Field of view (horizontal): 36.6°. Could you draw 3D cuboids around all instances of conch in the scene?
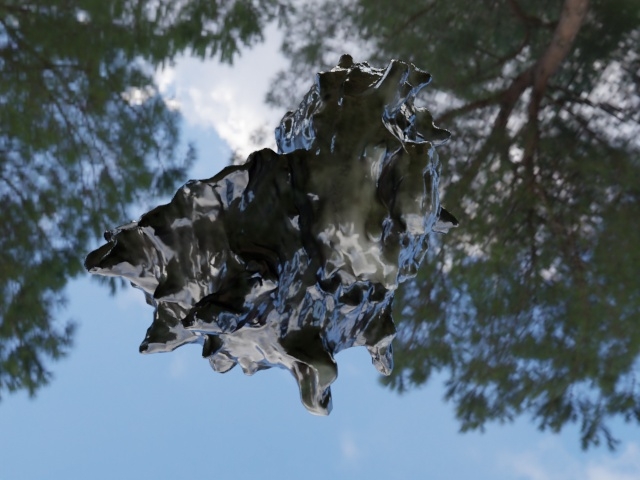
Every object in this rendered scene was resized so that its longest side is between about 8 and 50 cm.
[{"bbox_3d":[-0.003,-0.013,0.652,0.313,0.240,0.186,-17,-130,-41],"label":"conch"}]
